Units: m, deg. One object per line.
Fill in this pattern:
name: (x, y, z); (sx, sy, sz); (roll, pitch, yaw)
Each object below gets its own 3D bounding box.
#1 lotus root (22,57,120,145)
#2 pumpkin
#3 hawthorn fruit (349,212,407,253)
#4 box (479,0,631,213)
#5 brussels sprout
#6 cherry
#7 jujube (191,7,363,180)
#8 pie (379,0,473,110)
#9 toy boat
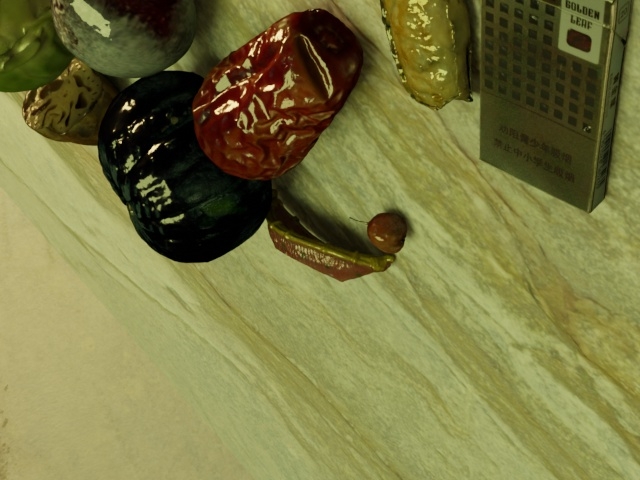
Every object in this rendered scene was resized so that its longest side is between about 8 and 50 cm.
lotus root: (-0.523, -0.272, 2.184); (0.188, 0.199, 0.180); (57, -176, 33)
pumpkin: (-0.252, -0.135, 1.831); (0.363, 0.266, 0.363); (56, 169, 16)
hawthorn fruit: (0.098, -0.019, 1.687); (0.103, 0.067, 0.067); (22, 144, 22)
box: (0.276, -0.193, 1.217); (0.180, 0.047, 0.325); (32, 148, 32)
brussels sprout: (-0.671, -0.482, 1.931); (0.361, 0.342, 0.425); (-34, 83, 32)
cherry: (-0.337, -0.397, 1.702); (0.255, 0.218, 0.296); (30, 158, -19)
jujube: (-0.067, -0.224, 1.553); (0.216, 0.216, 0.342); (52, 140, -4)
pie: (0.131, -0.299, 1.287); (0.128, 0.068, 0.282); (22, 138, 43)
toy boat: (-0.004, 0.005, 1.859); (0.318, 0.099, 0.141); (30, -172, 35)
